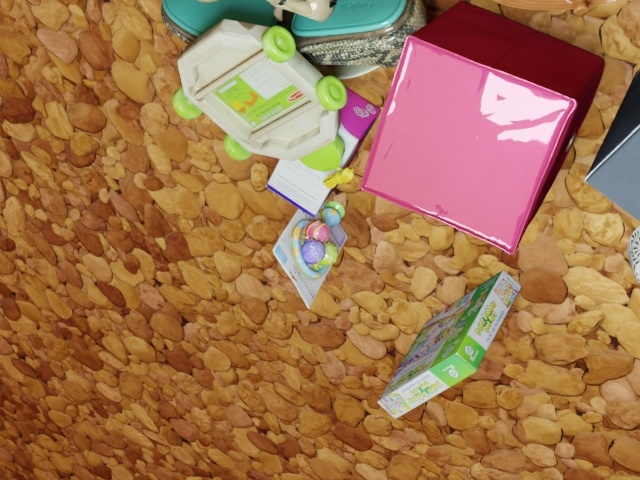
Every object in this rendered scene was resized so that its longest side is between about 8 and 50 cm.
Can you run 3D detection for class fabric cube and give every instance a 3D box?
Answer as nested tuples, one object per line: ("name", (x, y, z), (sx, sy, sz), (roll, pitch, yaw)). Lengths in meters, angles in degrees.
("fabric cube", (0.246, -0.177, 1.503), (0.259, 0.258, 0.254), (25, 119, 12))

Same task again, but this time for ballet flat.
("ballet flat", (-0.040, -0.339, 1.683), (0.482, 0.164, 0.182), (8, 154, 26))

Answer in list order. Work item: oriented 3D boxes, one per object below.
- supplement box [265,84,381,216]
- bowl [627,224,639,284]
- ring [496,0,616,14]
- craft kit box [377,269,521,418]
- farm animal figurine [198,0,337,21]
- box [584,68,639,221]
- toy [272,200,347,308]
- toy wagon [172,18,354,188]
("supplement box", (0.003, -0.166, 1.817), (0.114, 0.111, 0.220), (33, 137, 4))
("bowl", (0.583, 0.049, 1.653), (0.170, 0.080, 0.170), (18, 134, 20))
("ring", (0.359, -0.371, 1.301), (0.336, 0.032, 0.336), (-4, 166, -1))
("craft kit box", (0.241, 0.196, 1.878), (0.061, 0.247, 0.250), (41, 136, -7))
("farm animal figurine", (-0.106, -0.459, 1.561), (0.326, 0.172, 0.330), (-18, 78, 32))
("box", (0.557, -0.122, 1.364), (0.296, 0.294, 0.183), (37, 137, 0))
("toy", (0.000, 0.000, 1.877), (0.056, 0.237, 0.137), (-19, 115, 28))
("toy wagon", (-0.074, -0.215, 1.663), (0.344, 0.068, 0.267), (39, 142, -26))
